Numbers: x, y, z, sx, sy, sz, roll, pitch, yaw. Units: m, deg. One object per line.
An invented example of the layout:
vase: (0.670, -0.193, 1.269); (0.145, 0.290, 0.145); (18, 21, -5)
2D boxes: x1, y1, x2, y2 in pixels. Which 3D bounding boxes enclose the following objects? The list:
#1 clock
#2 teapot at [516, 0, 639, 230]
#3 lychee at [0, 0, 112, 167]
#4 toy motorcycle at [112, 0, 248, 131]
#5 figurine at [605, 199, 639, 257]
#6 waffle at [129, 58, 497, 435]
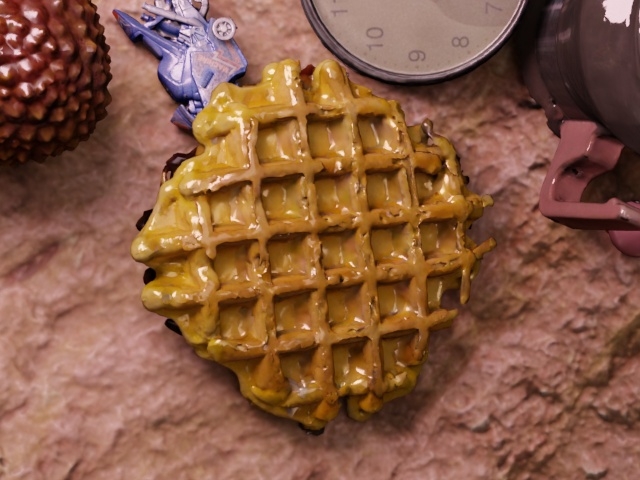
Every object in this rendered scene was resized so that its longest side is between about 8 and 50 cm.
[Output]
clock: (0.107, -0.312, 1.836); (0.281, 0.055, 0.280); (0, 99, 2)
teapot: (0.369, -0.187, 1.786); (0.306, 0.362, 0.376); (23, 88, -14)
lychee: (-0.335, -0.193, 1.644); (0.267, 0.267, 0.267); (2, 81, -14)
toy motorcycle: (-0.138, -0.193, 1.805); (0.114, 0.076, 0.205); (-32, 89, -10)
figurine: (0.374, -0.013, 1.905); (0.083, 0.071, 0.067); (19, 78, -12)
waffle: (0.000, 0.000, 1.773); (0.382, 0.095, 0.379); (36, 76, -19)
